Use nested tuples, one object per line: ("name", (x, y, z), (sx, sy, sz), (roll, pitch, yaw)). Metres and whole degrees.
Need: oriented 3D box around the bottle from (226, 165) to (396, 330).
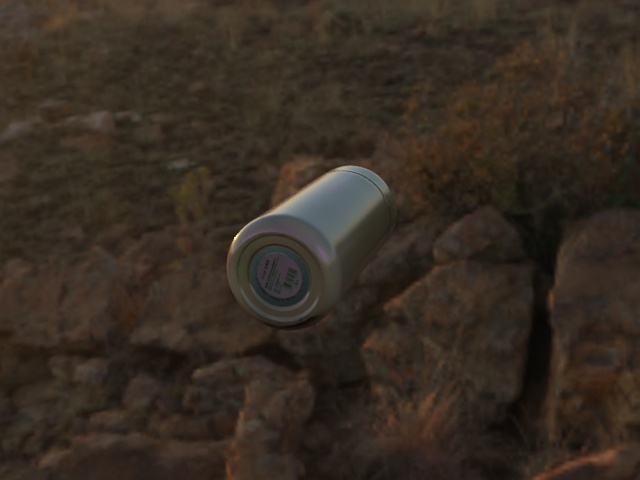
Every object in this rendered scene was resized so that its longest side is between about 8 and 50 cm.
("bottle", (0.000, 0.000, 0.453), (0.045, 0.045, 0.096), (-1, 16, 20))
